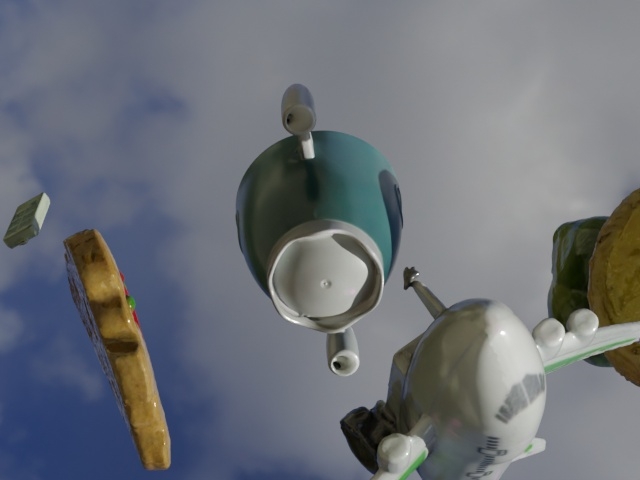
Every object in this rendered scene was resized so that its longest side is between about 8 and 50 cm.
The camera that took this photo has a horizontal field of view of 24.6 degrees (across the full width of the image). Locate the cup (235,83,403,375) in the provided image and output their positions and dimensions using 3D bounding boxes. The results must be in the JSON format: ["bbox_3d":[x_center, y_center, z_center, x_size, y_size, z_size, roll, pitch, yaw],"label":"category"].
[{"bbox_3d":[0.000,0.000,1.414,0.167,0.300,0.173,-9,-151,3],"label":"cup"}]

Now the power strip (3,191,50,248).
[{"bbox_3d":[-0.324,-0.022,1.627,0.040,0.016,0.090,-27,-155,15],"label":"power strip"}]

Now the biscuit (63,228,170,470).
[{"bbox_3d":[-0.172,0.074,1.226,0.041,0.212,0.238,-21,-160,-11],"label":"biscuit"}]

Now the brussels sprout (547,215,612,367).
[{"bbox_3d":[0.276,0.048,1.388,0.117,0.155,0.155,7,-115,3],"label":"brussels sprout"}]

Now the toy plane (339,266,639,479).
[{"bbox_3d":[0.071,0.089,0.759,0.251,0.255,0.101,-35,-117,-15],"label":"toy plane"}]

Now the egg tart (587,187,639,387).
[{"bbox_3d":[0.285,0.030,1.097,0.191,0.074,0.191,-33,-132,46],"label":"egg tart"}]
